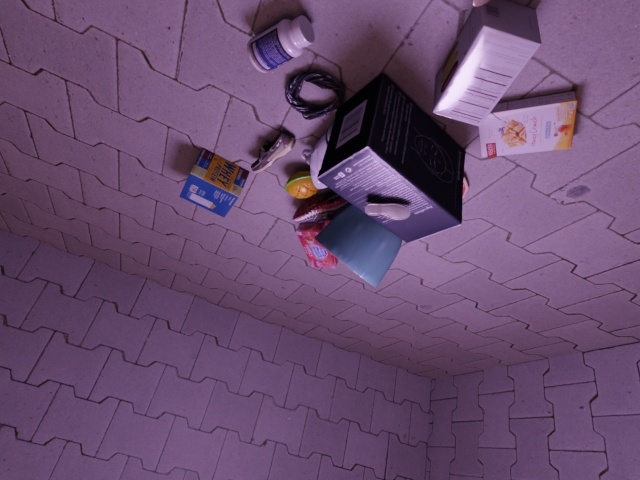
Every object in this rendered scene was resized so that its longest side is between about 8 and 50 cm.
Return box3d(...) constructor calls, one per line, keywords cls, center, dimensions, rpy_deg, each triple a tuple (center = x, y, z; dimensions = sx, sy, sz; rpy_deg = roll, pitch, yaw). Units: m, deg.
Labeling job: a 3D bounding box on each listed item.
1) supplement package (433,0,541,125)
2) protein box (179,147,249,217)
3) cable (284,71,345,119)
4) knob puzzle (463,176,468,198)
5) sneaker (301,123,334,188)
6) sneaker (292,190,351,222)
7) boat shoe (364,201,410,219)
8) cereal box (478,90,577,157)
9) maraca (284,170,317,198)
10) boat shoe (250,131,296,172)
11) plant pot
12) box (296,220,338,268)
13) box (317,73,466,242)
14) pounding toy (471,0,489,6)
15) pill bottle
box3d(cls="supplement package", center=(0.385, -0.422, 0.962), dimensions=(0.134, 0.138, 0.244), rpy_deg=(15, 149, -5))
box3d(cls="protein box", center=(-0.429, -0.226, 1.616), dimensions=(0.201, 0.135, 0.200), rpy_deg=(26, 147, -19))
box3d(cls="cable", center=(-0.014, -0.439, 1.198), dimensions=(0.185, 0.047, 0.150), rpy_deg=(-5, 139, 33))
box3d(cls="knob puzzle", center=(0.438, -0.176, 1.428), dimensions=(0.214, 0.029, 0.213), rpy_deg=(6, 152, 3))
box3d(cls="sneaker", center=(0.107, -0.235, 1.394), dimensions=(0.366, 0.137, 0.210), rpy_deg=(39, 142, -27))
box3d(cls="sneaker", center=(0.011, -0.116, 1.620), dimensions=(0.299, 0.120, 0.112), rpy_deg=(-12, 131, 37))
box3d(cls="boat shoe", center=(0.187, -0.085, 1.121), dimensions=(0.125, 0.038, 0.046), rpy_deg=(4, 106, 7))
box3d(cls="cereal box", center=(0.580, -0.321, 1.138), dimensions=(0.240, 0.047, 0.173), rpy_deg=(-3, 145, 26))
box3d(cls="maraca", center=(-0.045, -0.217, 1.518), dimensions=(0.186, 0.099, 0.127), rpy_deg=(-15, 163, 8))
box3d(cls="boat shoe", center=(-0.183, -0.318, 1.430), dimensions=(0.224, 0.080, 0.073), rpy_deg=(-24, 127, 39))
box3d(cls="plant pot", center=(0.162, -0.009, 1.473), dimensions=(0.293, 0.235, 0.293), rpy_deg=(38, -178, -2))
box3d(cls="box", center=(0.000, 0.000, 1.786), dimensions=(0.123, 0.128, 0.256), rpy_deg=(3, 140, 23))
box3d(cls="box", center=(0.227, -0.228, 1.196), dimensions=(0.396, 0.293, 0.212), rpy_deg=(32, 145, -27))
box3d(cls="pounding toy", center=(0.315, -0.569, 0.734), dimensions=(0.154, 0.154, 0.269), rpy_deg=(0, 147, 14))
box3d(cls="pill bottle", center=(-0.102, -0.516, 1.050), dimensions=(0.170, 0.094, 0.094), rpy_deg=(-10, 142, 35))
